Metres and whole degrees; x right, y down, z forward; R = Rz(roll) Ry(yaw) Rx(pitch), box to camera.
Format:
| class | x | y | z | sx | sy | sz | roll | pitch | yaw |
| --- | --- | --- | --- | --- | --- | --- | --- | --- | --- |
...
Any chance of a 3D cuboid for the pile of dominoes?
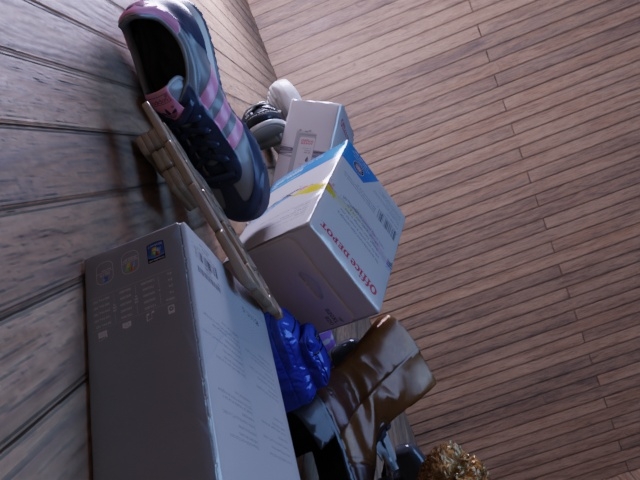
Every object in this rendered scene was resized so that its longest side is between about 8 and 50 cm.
| class | x | y | z | sx | sy | sz | roll | pitch | yaw |
| --- | --- | --- | --- | --- | --- | --- | --- | --- | --- |
| pile of dominoes | -0.123 | -0.015 | 0.635 | 0.251 | 0.040 | 0.196 | 57 | -4 | 25 |

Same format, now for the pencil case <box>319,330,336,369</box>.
| class | x | y | z | sx | sy | sz | roll | pitch | yaw |
| --- | --- | --- | --- | --- | --- | --- | --- | --- | --- |
| pencil case | -0.028 | 0.158 | 1.004 | 0.088 | 0.086 | 0.206 | -38 | 109 | -48 |

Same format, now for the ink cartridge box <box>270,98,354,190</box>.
| class | x | y | z | sx | sy | sz | roll | pitch | yaw |
| --- | --- | --- | --- | --- | --- | --- | --- | --- | --- |
| ink cartridge box | -0.019 | -0.140 | 1.303 | 0.207 | 0.117 | 0.283 | 47 | 54 | -74 |

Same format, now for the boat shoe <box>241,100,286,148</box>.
| class | x | y | z | sx | sy | sz | roll | pitch | yaw |
| --- | --- | --- | --- | --- | --- | --- | --- | --- | --- |
| boat shoe | -0.139 | -0.267 | 1.340 | 0.302 | 0.114 | 0.091 | -172 | -119 | -83 |

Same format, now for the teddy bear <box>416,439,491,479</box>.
| class | x | y | z | sx | sy | sz | roll | pitch | yaw |
| --- | --- | --- | --- | --- | --- | --- | --- | --- | --- |
| teddy bear | 0.140 | 0.428 | 0.730 | 0.113 | 0.338 | 0.245 | -1 | -56 | 50 |

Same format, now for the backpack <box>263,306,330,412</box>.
| class | x | y | z | sx | sy | sz | roll | pitch | yaw |
| --- | --- | --- | --- | --- | --- | --- | --- | --- | --- |
| backpack | -0.047 | 0.148 | 0.781 | 0.120 | 0.101 | 0.098 | 64 | 1 | -12 |

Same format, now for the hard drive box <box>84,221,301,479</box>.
| class | x | y | z | sx | sy | sz | roll | pitch | yaw |
| --- | --- | --- | --- | --- | --- | --- | --- | --- | --- |
| hard drive box | -0.093 | 0.133 | 0.463 | 0.181 | 0.089 | 0.232 | 60 | 11 | -57 |

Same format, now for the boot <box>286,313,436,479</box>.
| class | x | y | z | sx | sy | sz | roll | pitch | yaw |
| --- | --- | --- | --- | --- | --- | --- | --- | --- | --- |
| boot | 0.089 | 0.284 | 0.879 | 0.280 | 0.096 | 0.264 | -30 | 84 | -47 |

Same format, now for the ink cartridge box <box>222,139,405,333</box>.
| class | x | y | z | sx | sy | sz | roll | pitch | yaw |
| --- | --- | --- | --- | --- | --- | --- | --- | --- | --- |
| ink cartridge box | 0.000 | 0.000 | 0.892 | 0.171 | 0.168 | 0.233 | 52 | 35 | -21 |

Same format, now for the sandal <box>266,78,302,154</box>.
| class | x | y | z | sx | sy | sz | roll | pitch | yaw |
| --- | --- | --- | --- | --- | --- | --- | --- | --- | --- |
| sandal | -0.077 | -0.314 | 1.552 | 0.170 | 0.102 | 0.416 | 62 | -11 | -4 |

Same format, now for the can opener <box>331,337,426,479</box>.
| class | x | y | z | sx | sy | sz | roll | pitch | yaw |
| --- | --- | --- | --- | --- | --- | --- | --- | --- | --- |
| can opener | 0.108 | 0.294 | 0.962 | 0.284 | 0.095 | 0.076 | 71 | 17 | 3 |

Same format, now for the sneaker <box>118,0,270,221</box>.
| class | x | y | z | sx | sy | sz | roll | pitch | yaw |
| --- | --- | --- | --- | --- | --- | --- | --- | --- | --- |
| sneaker | -0.172 | -0.159 | 0.775 | 0.319 | 0.112 | 0.131 | 66 | 23 | -11 |

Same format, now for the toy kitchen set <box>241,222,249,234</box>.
| class | x | y | z | sx | sy | sz | roll | pitch | yaw |
| --- | --- | --- | --- | --- | --- | --- | --- | --- | --- |
| toy kitchen set | -0.091 | 0.023 | 0.983 | 0.068 | 0.083 | 0.075 | -59 | -146 | 40 |
